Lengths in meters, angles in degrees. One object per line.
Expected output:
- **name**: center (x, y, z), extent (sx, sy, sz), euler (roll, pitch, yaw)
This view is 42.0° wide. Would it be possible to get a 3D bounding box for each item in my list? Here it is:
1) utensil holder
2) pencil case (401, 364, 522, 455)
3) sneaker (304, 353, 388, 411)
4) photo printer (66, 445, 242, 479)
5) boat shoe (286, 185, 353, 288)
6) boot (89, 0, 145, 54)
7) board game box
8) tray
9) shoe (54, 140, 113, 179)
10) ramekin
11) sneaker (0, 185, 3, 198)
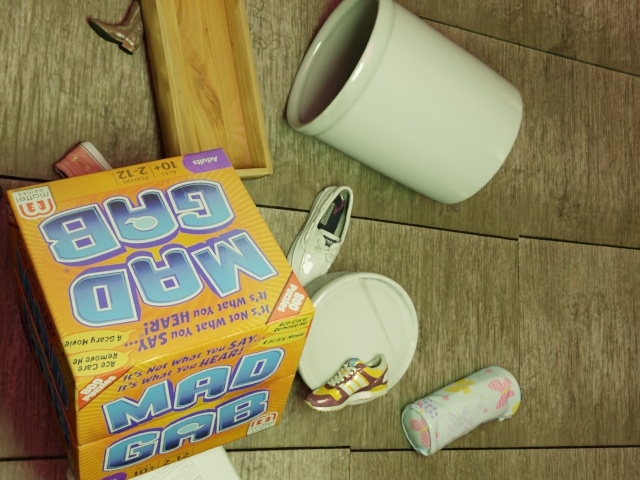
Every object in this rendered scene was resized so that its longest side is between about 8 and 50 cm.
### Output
- **utensil holder**: center (0.175, -0.289, 1.739), extent (0.385, 0.327, 0.328), euler (27, 72, -25)
- **pencil case**: center (0.310, 0.371, 1.833), extent (0.273, 0.113, 0.124), euler (-17, 111, -28)
- **sneaker**: center (0.048, 0.266, 1.593), extent (0.185, 0.069, 0.084), euler (-10, 106, -33)
- **photo printer**: center (-0.271, 0.461, 1.504), extent (0.256, 0.107, 0.308), euler (-35, 112, -24)
- **boat shoe**: center (0.000, 0.000, 1.738), extent (0.095, 0.084, 0.258), euler (22, 74, -23)
- **boot**: center (-0.381, -0.435, 1.629), extent (0.106, 0.037, 0.114), euler (35, 70, -27)
- **board game box**: center (-0.270, 0.125, 1.351), extent (0.356, 0.356, 0.357), euler (-15, 55, -26)
- **tray**: center (-0.229, -0.322, 1.655), extent (0.202, 0.076, 0.411), euler (-8, 88, -38)
- **shoe**: center (-0.411, -0.095, 1.557), extent (0.081, 0.063, 0.178), euler (-43, 98, -23)
- **ramekin**: center (0.053, 0.185, 1.688), extent (0.272, 0.127, 0.273), euler (-5, 102, -25)
- **sneaker**: center (-0.667, -0.087, 1.418), extent (0.234, 0.078, 0.106), euler (17, 79, -20)
